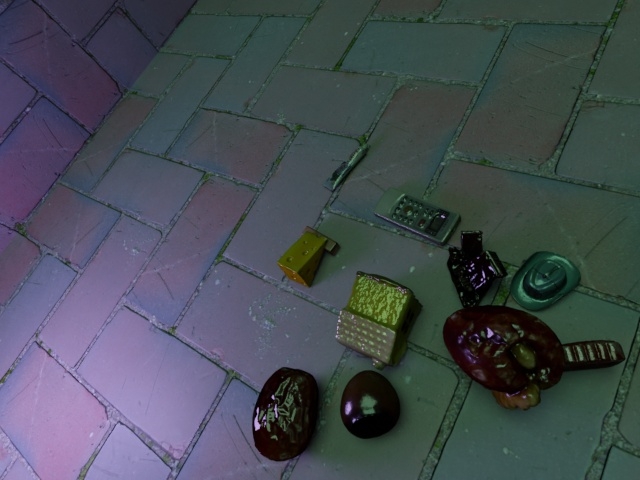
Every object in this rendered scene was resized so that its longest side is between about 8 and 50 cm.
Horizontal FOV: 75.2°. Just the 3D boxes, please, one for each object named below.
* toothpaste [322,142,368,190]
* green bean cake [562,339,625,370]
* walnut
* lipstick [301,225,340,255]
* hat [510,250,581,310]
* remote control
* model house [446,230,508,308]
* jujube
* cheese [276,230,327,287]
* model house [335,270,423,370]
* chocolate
[{"bbox_3d":[0.102,-0.285,1.597,0.233,0.038,0.060,-48,54,-3],"label":"toothpaste"},{"bbox_3d":[0.636,0.276,0.998,0.135,0.136,0.056,-13,63,16],"label":"green bean cake"},{"bbox_3d":[0.441,0.281,1.029,0.221,0.269,0.244,-16,95,-8],"label":"walnut"},{"bbox_3d":[0.000,0.000,1.481,0.145,0.045,0.045,31,81,32],"label":"lipstick"},{"bbox_3d":[0.614,0.102,1.137,0.191,0.078,0.138,-43,57,-3],"label":"hat"},{"bbox_3d":[0.316,-0.088,1.395,0.285,0.038,0.123,31,79,33],"label":"remote control"},{"bbox_3d":[0.433,0.065,1.187,0.141,0.164,0.203,-23,55,5],"label":"model house"},{"bbox_3d":[-0.099,0.490,1.179,0.183,0.183,0.243,9,79,27],"label":"jujube"},{"bbox_3d":[-0.052,0.052,1.432,0.093,0.126,0.171,19,69,30],"label":"cheese"},{"bbox_3d":[0.159,0.236,1.205,0.193,0.175,0.234,17,68,30],"label":"model house"},{"bbox_3d":[0.134,0.440,1.132,0.176,0.177,0.177,-10,60,18],"label":"chocolate"}]
